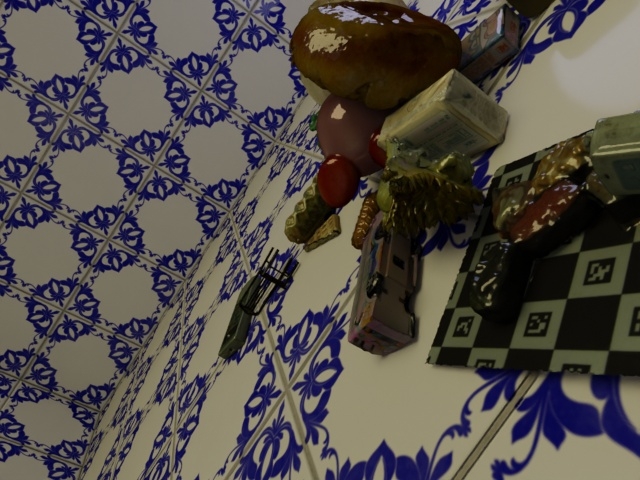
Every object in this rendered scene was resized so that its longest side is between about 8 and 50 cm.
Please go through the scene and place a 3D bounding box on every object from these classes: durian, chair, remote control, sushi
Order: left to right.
[{"bbox_3d":[-0.257,0.237,1.564,0.123,0.038,0.285,-44,24,36],"label":"remote control"},{"bbox_3d":[-0.156,0.131,1.419,0.212,0.084,0.101,-59,16,-4],"label":"chair"},{"bbox_3d":[0.163,-0.095,0.782,0.172,0.167,0.306,-13,9,18],"label":"durian"},{"bbox_3d":[0.270,-0.018,0.602,0.343,0.064,0.359,-23,38,63],"label":"sushi"}]

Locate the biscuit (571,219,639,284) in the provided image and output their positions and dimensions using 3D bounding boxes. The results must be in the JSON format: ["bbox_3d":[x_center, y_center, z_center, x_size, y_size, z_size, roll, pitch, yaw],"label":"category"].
[{"bbox_3d":[0.320,0.013,0.546,0.089,0.016,0.046,-54,17,9],"label":"biscuit"}]

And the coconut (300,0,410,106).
[{"bbox_3d":[0.105,-0.496,1.319,0.346,0.360,0.346,-50,19,24],"label":"coconut"}]

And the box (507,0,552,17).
[{"bbox_3d":[0.435,-0.562,0.949,0.201,0.144,0.090,-45,20,36],"label":"box"}]

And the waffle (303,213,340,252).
[{"bbox_3d":[0.000,0.000,1.325,0.153,0.023,0.097,-47,21,25],"label":"waffle"}]

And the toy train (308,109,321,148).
[{"bbox_3d":[0.076,-0.419,1.598,0.202,0.145,0.266,-3,58,64],"label":"toy train"}]

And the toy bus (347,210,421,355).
[{"bbox_3d":[0.114,0.061,0.863,0.112,0.090,0.274,-51,17,45],"label":"toy bus"}]

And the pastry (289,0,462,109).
[{"bbox_3d":[0.116,-0.393,1.015,0.356,0.356,0.164,-88,5,-55],"label":"pastry"}]

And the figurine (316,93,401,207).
[{"bbox_3d":[0.096,-0.256,1.136,0.269,0.211,0.261,-22,32,28],"label":"figurine"}]

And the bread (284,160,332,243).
[{"bbox_3d":[-0.011,-0.109,1.397,0.269,0.087,0.098,-58,-15,-6],"label":"bread"}]

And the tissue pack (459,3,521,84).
[{"bbox_3d":[0.347,-0.404,1.040,0.155,0.065,0.116,-30,37,51],"label":"tissue pack"}]

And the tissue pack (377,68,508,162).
[{"bbox_3d":[0.225,-0.211,0.915,0.196,0.148,0.092,-22,44,58],"label":"tissue pack"}]

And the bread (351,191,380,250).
[{"bbox_3d":[0.106,-0.046,1.106,0.052,0.044,0.157,-37,27,53],"label":"bread"}]

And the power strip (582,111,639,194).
[{"bbox_3d":[0.360,-0.082,0.400,0.272,0.078,0.052,-1,60,46],"label":"power strip"}]
